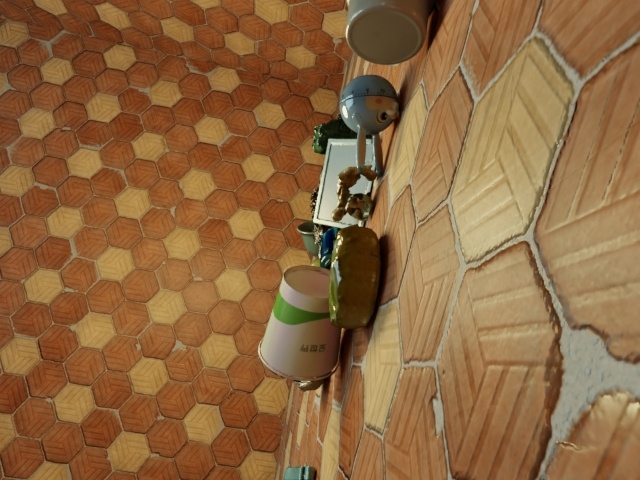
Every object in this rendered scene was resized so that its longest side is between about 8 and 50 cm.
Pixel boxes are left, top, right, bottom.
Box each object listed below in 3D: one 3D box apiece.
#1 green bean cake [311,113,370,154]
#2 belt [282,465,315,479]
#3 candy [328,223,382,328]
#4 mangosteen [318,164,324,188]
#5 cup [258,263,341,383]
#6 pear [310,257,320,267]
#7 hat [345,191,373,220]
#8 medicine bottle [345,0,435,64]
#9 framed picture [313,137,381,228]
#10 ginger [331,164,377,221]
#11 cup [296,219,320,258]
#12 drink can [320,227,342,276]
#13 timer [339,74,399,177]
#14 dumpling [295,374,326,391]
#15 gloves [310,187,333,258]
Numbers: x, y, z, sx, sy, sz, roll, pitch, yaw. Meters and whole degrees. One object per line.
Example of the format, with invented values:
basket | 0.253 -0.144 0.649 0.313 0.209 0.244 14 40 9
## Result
green bean cake | 0.082 -0.397 1.617 0.107 0.208 0.193 -163 82 -83
belt | -0.054 0.777 1.483 0.179 0.100 0.065 133 151 -53
candy | 0.076 0.091 1.107 0.260 0.118 0.259 -172 90 -87
mangosteen | 0.070 -0.216 1.601 0.180 0.166 0.166 -78 -1 -87
cup | -0.041 0.233 1.325 0.253 0.253 0.274 -89 10 -65
pear | 0.021 0.141 1.552 0.167 0.137 0.167 -166 90 -84
hat | 0.118 -0.104 1.314 0.059 0.076 0.077 -53 -12 -49
medicine bottle | 0.164 -0.598 1.034 0.208 0.208 0.339 114 166 -71
framed picture | 0.083 -0.185 1.461 0.231 0.018 0.293 14 95 45
ginger | 0.084 -0.150 1.335 0.052 0.193 0.176 54 -174 38
cup | 0.000 0.000 2.054 0.199 0.199 0.150 -92 -5 -70
drink can | 0.057 0.041 1.452 0.205 0.118 0.118 -85 7 -62
timer | 0.146 -0.319 1.199 0.175 0.175 0.255 114 138 -71
dumpling | -0.021 0.438 1.603 0.172 0.142 0.247 -43 3 7
gloves | 0.039 -0.067 1.769 0.210 0.135 0.312 -57 -34 -42
